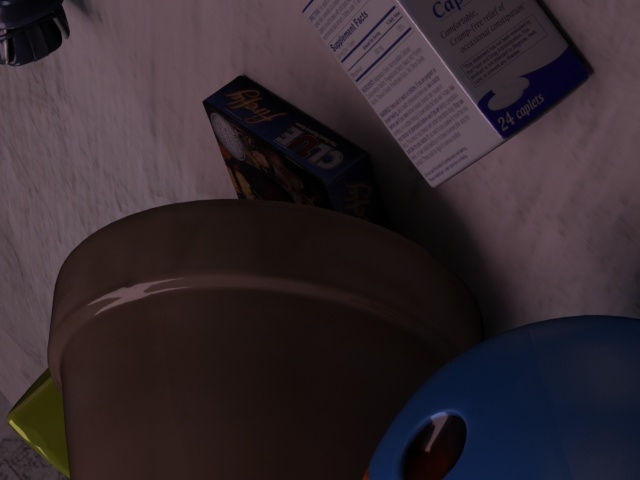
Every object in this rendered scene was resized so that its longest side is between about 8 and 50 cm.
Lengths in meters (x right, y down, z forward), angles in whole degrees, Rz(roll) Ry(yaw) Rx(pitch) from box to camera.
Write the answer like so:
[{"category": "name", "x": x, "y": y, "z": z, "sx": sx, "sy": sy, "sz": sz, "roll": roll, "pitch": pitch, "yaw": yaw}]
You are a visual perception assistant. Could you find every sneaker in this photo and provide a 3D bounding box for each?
[{"category": "sneaker", "x": -0.252, "y": -0.220, "z": 1.567, "sx": 0.226, "sy": 0.086, "sz": 0.163, "roll": 41, "pitch": 148, "yaw": 57}]

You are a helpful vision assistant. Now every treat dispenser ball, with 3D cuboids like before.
[{"category": "treat dispenser ball", "x": 0.159, "y": 0.186, "z": 1.037, "sx": 0.288, "sy": 0.288, "sz": 0.288, "roll": 45, "pitch": 159, "yaw": 23}]

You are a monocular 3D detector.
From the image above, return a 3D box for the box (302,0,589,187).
[{"category": "box", "x": 0.069, "y": -0.115, "z": 1.050, "sx": 0.137, "sy": 0.072, "sz": 0.126, "roll": 53, "pitch": 161, "yaw": -1}]

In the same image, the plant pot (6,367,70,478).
[{"category": "plant pot", "x": -0.111, "y": 0.137, "z": 1.600, "sx": 0.207, "sy": 0.228, "sz": 0.227, "roll": 47, "pitch": -174, "yaw": -4}]

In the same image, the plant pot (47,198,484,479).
[{"category": "plant pot", "x": -0.050, "y": 0.171, "z": 1.285, "sx": 0.323, "sy": 0.280, "sz": 0.323, "roll": 4, "pitch": 146, "yaw": 3}]

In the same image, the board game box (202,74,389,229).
[{"category": "board game box", "x": 0.000, "y": 0.000, "z": 1.449, "sx": 0.165, "sy": 0.042, "sz": 0.243, "roll": 34, "pitch": 153, "yaw": 43}]
